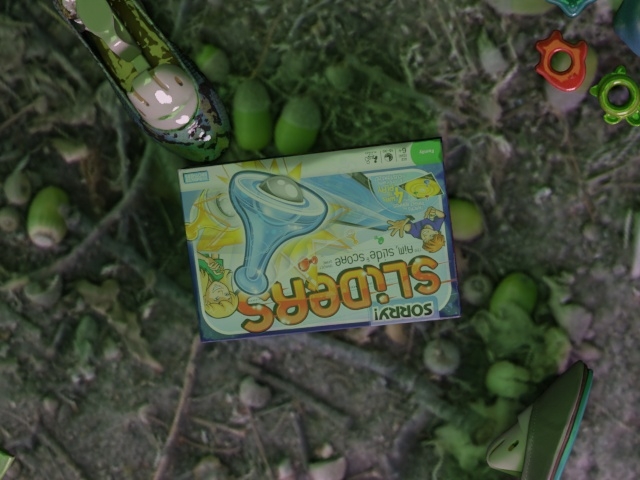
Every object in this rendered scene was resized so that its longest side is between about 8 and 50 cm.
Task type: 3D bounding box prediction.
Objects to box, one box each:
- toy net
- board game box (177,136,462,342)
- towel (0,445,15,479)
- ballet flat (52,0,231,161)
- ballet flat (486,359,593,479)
[{"bbox_3d":[0.170,-0.191,1.009,0.232,0.045,0.122,39,102,2],"label":"toy net"},{"bbox_3d":[0.000,0.000,1.056,0.201,0.035,0.136,-7,96,8],"label":"board game box"},{"bbox_3d":[-0.331,0.204,1.134,0.113,0.023,0.152,35,98,-1],"label":"towel"},{"bbox_3d":[-0.139,-0.134,1.042,0.070,0.070,0.188,-40,91,10],"label":"ballet flat"},{"bbox_3d":[0.149,0.187,1.045,0.068,0.072,0.213,14,99,10],"label":"ballet flat"}]
